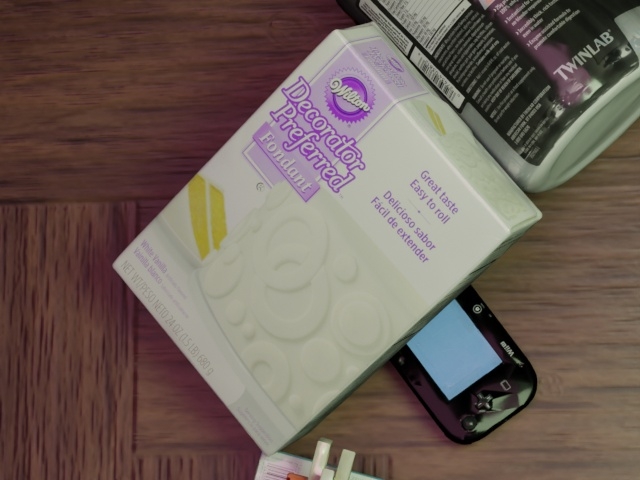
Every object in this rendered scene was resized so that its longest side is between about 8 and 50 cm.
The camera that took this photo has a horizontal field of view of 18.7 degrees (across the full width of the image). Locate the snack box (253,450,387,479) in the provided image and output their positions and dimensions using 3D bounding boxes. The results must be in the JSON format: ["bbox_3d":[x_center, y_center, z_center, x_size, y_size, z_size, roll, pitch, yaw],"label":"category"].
[{"bbox_3d":[-0.004,0.370,1.789,0.187,0.060,0.322,14,83,11],"label":"snack box"}]

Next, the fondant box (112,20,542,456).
[{"bbox_3d":[0.000,0.000,1.764,0.330,0.096,0.238,-45,80,24],"label":"fondant box"}]

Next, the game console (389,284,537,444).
[{"bbox_3d":[0.078,0.019,1.844,0.213,0.044,0.361,-37,77,2],"label":"game console"}]

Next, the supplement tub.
[{"bbox_3d":[0.150,-0.224,1.789,0.207,0.207,0.338,-42,76,1],"label":"supplement tub"}]

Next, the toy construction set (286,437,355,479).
[{"bbox_3d":[0.100,0.303,1.676,0.328,0.151,0.215,19,110,18],"label":"toy construction set"}]
